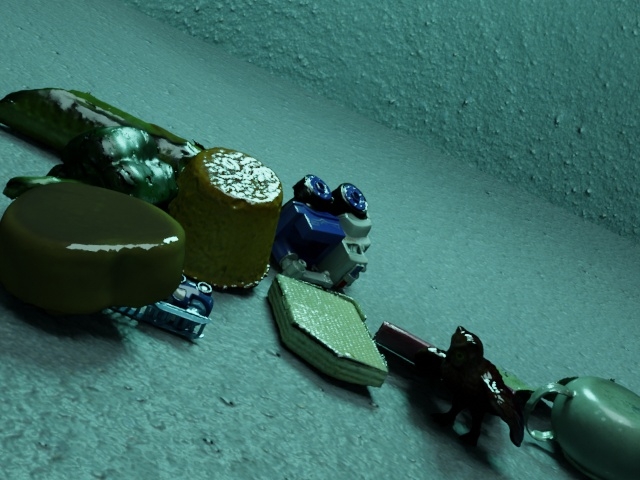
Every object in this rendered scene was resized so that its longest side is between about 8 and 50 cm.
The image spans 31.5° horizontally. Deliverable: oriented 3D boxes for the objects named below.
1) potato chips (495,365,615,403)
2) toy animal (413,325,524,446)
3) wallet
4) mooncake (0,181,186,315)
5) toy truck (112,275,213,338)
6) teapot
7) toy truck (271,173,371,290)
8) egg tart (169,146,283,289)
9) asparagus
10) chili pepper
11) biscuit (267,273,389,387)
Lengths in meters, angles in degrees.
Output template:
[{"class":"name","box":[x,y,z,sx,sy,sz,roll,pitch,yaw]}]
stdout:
[{"class":"potato chips","box":[0.375,0.245,1.905,0.228,0.059,0.167,5,-11,20]},{"class":"toy animal","box":[0.223,0.198,1.650,0.116,0.180,0.218,-19,37,-33]},{"class":"wallet","box":[0.191,0.197,1.783,0.232,0.025,0.119,29,-14,4]},{"class":"mooncake","box":[-0.299,0.011,1.437,0.234,0.117,0.235,8,21,-3]},{"class":"toy truck","box":[-0.212,0.081,1.523,0.136,0.063,0.074,20,33,-10]},{"class":"teapot","box":[0.451,0.305,1.785,0.294,0.130,0.193,21,17,-14]},{"class":"toy truck","box":[0.000,0.000,1.987,0.213,0.161,0.177,11,42,-46]},{"class":"egg tart","box":[-0.157,-0.035,1.766,0.215,0.171,0.215,19,33,-13]},{"class":"asparagus","box":[-0.369,-0.176,1.955,0.381,0.128,0.108,25,-20,-5]},{"class":"chili pepper","box":[-0.321,-0.065,1.610,0.165,0.174,0.261,55,28,8]},{"class":"biscuit","box":[0.007,0.137,1.709,0.150,0.052,0.252,18,17,-18]}]
